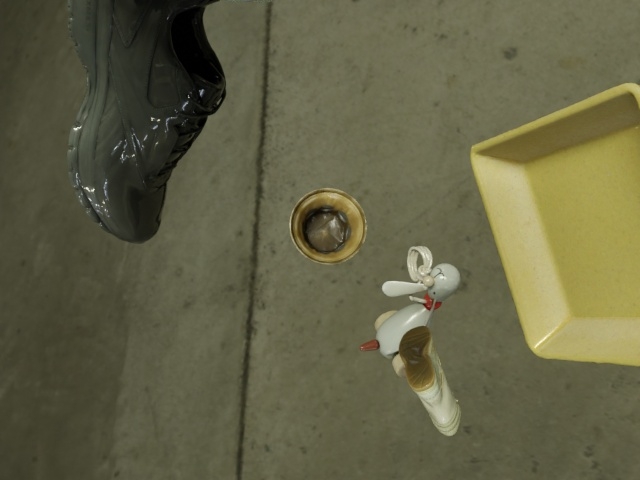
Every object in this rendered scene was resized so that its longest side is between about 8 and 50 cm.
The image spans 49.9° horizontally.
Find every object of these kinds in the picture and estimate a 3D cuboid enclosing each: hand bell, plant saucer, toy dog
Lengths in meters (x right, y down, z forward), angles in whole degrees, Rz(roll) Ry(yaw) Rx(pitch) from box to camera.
[{"bbox_3d":[0.000,0.000,1.221,0.242,0.126,0.126,119,162,-77],"label":"hand bell"},{"bbox_3d":[0.360,-0.008,0.897,0.333,0.081,0.332,-16,92,69],"label":"plant saucer"},{"bbox_3d":[0.201,0.186,1.674,0.220,0.161,0.333,41,127,51],"label":"toy dog"}]

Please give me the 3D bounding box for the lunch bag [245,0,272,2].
[{"bbox_3d":[-0.125,-0.215,0.397,0.279,0.224,0.107,-78,3,-71],"label":"lunch bag"}]

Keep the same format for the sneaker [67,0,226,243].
[{"bbox_3d":[-0.153,-0.117,0.629,0.130,0.109,0.286,14,122,9],"label":"sneaker"}]

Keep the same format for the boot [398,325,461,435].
[{"bbox_3d":[0.239,0.298,1.482,0.077,0.165,0.213,-25,26,14],"label":"boot"}]
